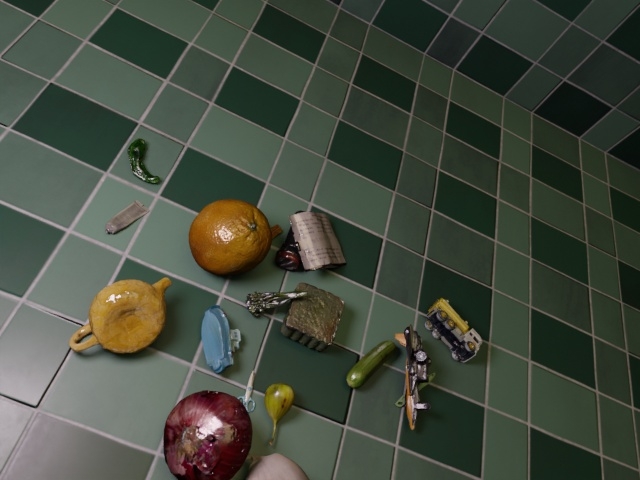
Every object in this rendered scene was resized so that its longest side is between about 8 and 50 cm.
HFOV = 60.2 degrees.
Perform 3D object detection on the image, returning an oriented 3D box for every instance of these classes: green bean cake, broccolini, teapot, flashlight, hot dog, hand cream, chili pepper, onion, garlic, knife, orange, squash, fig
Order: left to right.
[{"bbox_3d":[-0.548,0.203,1.530,0.311,0.167,0.203,-32,121,-13],"label":"teapot"},{"bbox_3d":[-0.616,-0.072,1.745,0.057,0.037,0.165,40,44,2],"label":"hand cream"},{"bbox_3d":[-0.603,-0.265,1.854,0.073,0.050,0.182,-10,67,-38],"label":"chili pepper"},{"bbox_3d":[-0.286,0.519,1.438,0.252,0.219,0.252,-9,60,15],"label":"onion"},{"bbox_3d":[-0.278,-0.008,1.721,0.264,0.264,0.264,12,56,-19],"label":"orange"},{"bbox_3d":[-0.139,0.490,1.597,0.093,0.093,0.166,33,71,-4],"label":"fig"},{"bbox_3d":[-0.168,-0.025,1.934,0.083,0.021,0.037,-36,91,-38],"label":"hot dog"},{"bbox_3d":[-0.143,0.175,1.733,0.091,0.202,0.068,-95,161,-59],"label":"broccolini"},{"bbox_3d":[-0.101,0.719,1.433,0.245,0.231,0.340,-28,48,9],"label":"garlic"},{"bbox_3d":[-0.084,-0.006,1.921,0.092,0.093,0.232,26,52,-9],"label":"flashlight"},{"bbox_3d":[-0.027,0.249,1.784,0.173,0.094,0.182,24,52,-10],"label":"green bean cake"},{"bbox_3d":[0.166,0.401,1.803,0.228,0.066,0.066,-32,78,-38],"label":"squash"},{"bbox_3d":[0.320,0.496,1.849,0.207,0.014,0.030,-29,75,-35],"label":"knife"}]

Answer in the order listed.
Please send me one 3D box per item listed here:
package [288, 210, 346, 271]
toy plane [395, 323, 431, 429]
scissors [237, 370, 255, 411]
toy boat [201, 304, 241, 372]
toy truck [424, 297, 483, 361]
[{"bbox_3d":[0.000,0.000,1.908,0.250,0.062,0.204,-7,77,-55],"label":"package"},{"bbox_3d":[0.314,0.449,1.801,0.102,0.204,0.316,-13,61,17],"label":"toy plane"},{"bbox_3d":[-0.212,0.442,1.625,0.058,0.014,0.119,20,57,-15],"label":"scissors"},{"bbox_3d":[-0.294,0.292,1.649,0.102,0.088,0.215,25,42,-55],"label":"toy boat"},{"bbox_3d":[0.478,0.317,1.985,0.227,0.098,0.114,49,47,10],"label":"toy truck"}]
